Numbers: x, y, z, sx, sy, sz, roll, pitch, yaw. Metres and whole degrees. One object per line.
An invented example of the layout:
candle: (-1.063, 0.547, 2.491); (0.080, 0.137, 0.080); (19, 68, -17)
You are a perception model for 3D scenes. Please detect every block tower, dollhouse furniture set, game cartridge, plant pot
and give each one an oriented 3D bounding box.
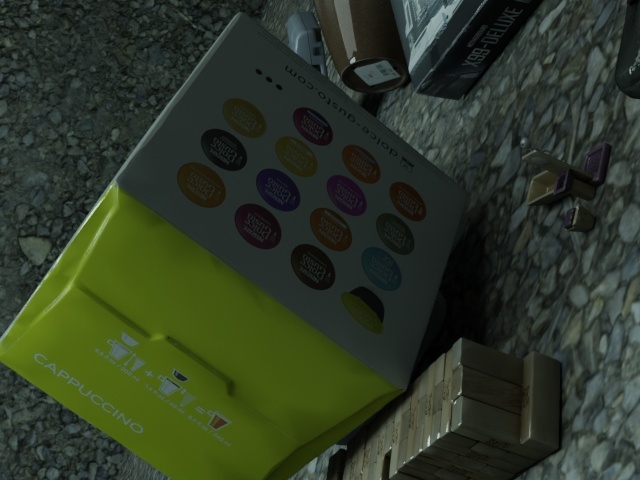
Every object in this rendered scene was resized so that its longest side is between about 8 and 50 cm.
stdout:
block tower: (0.099, 0.208, 1.056); (0.335, 0.097, 0.091); (129, 156, -49)
dollhouse furniture set: (0.204, -0.050, 1.050); (0.114, 0.081, 0.091); (146, 143, -67)
game cartridge: (-0.011, -0.238, 1.911); (0.198, 0.062, 0.297); (-115, 15, -67)
plant pot: (0.084, -0.362, 1.765); (0.215, 0.215, 0.231); (134, 140, -58)

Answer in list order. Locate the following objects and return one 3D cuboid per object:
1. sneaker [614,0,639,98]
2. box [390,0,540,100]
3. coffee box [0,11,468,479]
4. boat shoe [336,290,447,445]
sneaker: (0.270, -0.276, 0.953); (0.106, 0.162, 0.282); (-174, 104, -76)
box: (0.179, -0.379, 1.441); (0.242, 0.076, 0.308); (-51, 42, 49)
coffee box: (-0.093, 0.035, 1.213); (0.338, 0.337, 0.334); (-45, 13, 41)
boat shoe: (0.078, 0.143, 1.297); (0.226, 0.083, 0.076); (-53, 8, 15)
